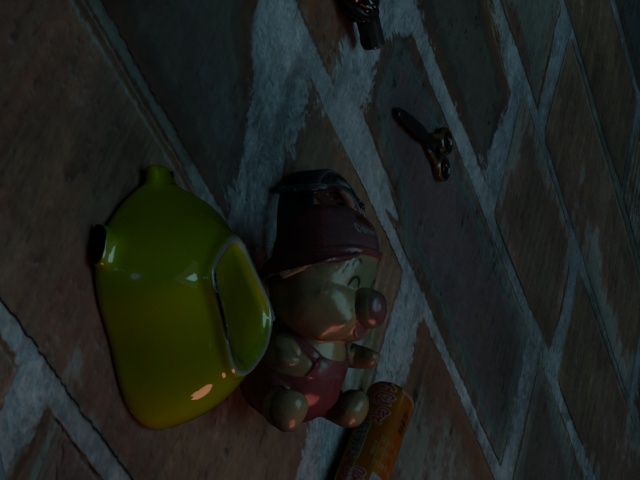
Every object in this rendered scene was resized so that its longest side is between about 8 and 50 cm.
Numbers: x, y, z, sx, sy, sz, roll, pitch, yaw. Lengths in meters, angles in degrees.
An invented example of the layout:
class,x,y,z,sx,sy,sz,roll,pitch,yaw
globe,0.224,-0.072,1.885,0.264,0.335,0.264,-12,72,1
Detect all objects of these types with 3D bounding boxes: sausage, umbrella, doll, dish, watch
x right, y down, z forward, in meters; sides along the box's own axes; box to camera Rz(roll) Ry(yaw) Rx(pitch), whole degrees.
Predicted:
class,x,y,z,sx,sy,sz,roll,pitch,yaw
sausage,0.062,0.292,2.002,0.234,0.071,0.071,-66,144,-45
umbrella,0.041,-0.361,2.035,0.066,0.059,0.236,-37,126,-33
doll,-0.002,0.085,1.719,0.196,0.152,0.256,-7,109,-84
dish,-0.125,0.062,1.573,0.221,0.108,0.262,-58,139,-52
watch,0.000,0.000,1.903,0.206,0.068,0.193,58,34,-52

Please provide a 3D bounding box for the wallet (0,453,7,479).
class,x,y,z,sx,sy,sz,roll,pitch,yaw
wallet,-0.306,0.220,1.220,0.170,0.069,0.231,-20,100,-69

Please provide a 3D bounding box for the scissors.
class,x,y,z,sx,sy,sz,roll,pitch,yaw
scissors,0.156,-0.158,2.310,0.220,0.017,0.088,33,61,-60
